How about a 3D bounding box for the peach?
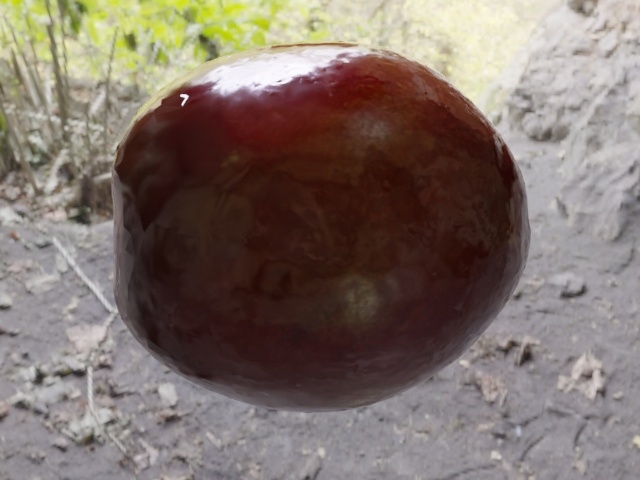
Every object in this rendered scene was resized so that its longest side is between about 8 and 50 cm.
[{"bbox_3d":[0.000,0.000,0.559,0.243,0.243,0.199,5,64,11],"label":"peach"}]
